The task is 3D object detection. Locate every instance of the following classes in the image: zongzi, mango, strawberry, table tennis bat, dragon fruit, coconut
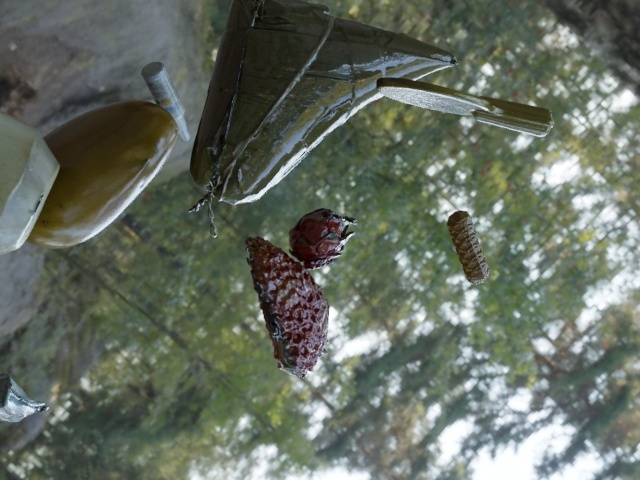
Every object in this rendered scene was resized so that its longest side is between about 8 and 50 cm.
[{"bbox_3d":[-0.007,-0.205,1.769,0.218,0.466,0.500,-101,-153,-89],"label":"zongzi"},{"bbox_3d":[-0.521,-0.162,2.037,0.445,0.232,0.300,-35,-148,5],"label":"mango"},{"bbox_3d":[-0.055,0.120,1.786,0.137,0.306,0.234,-14,-132,0],"label":"strawberry"},{"bbox_3d":[0.254,-0.241,1.574,0.198,0.320,0.050,-140,-116,-86],"label":"table tennis bat"},{"bbox_3d":[0.000,-0.004,1.852,0.121,0.130,0.142,98,11,-48],"label":"dragon fruit"},{"bbox_3d":[-0.691,-0.123,1.768,0.323,0.323,0.323,-47,-176,5],"label":"coconut"}]

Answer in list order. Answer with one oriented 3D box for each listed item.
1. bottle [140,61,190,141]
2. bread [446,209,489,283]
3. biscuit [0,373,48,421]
[{"bbox_3d":[-0.359,-0.321,2.125,0.060,0.060,0.217,-50,141,-27],"label":"bottle"},{"bbox_3d":[0.295,0.014,1.787,0.052,0.157,0.044,-22,-165,-1],"label":"bread"},{"bbox_3d":[-0.704,0.301,1.746,0.186,0.308,0.079,89,4,-69],"label":"biscuit"}]
